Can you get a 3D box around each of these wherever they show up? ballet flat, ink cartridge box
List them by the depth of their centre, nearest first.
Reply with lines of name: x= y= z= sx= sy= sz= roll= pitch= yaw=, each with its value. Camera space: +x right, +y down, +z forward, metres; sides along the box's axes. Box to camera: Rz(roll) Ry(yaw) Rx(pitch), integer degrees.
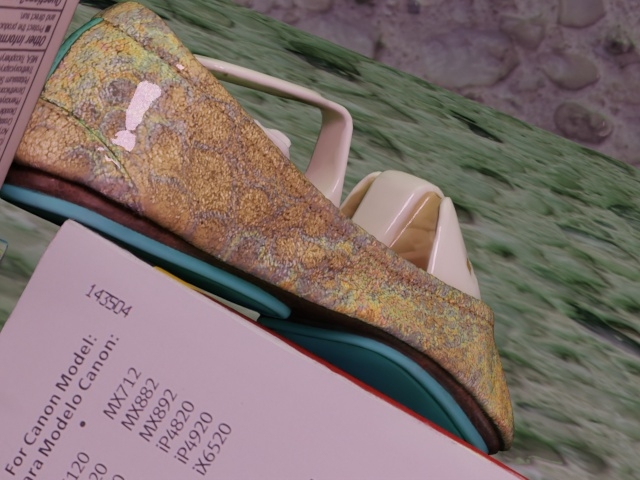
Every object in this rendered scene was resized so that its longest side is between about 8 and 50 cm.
ink cartridge box: x=-0.028 y=0.112 z=0.776 sx=0.272 sy=0.130 sz=0.309 roll=29 pitch=-6 yaw=20
ballet flat: x=0.000 y=0.000 z=0.879 sx=0.348 sy=0.123 sz=0.123 roll=34 pitch=7 yaw=-41

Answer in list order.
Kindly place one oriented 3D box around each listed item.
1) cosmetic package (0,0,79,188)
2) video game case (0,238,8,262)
cosmetic package: x=-0.228 y=-0.002 z=0.728 sx=0.129 sy=0.296 sz=0.153 roll=31 pitch=15 yaw=20
video game case: x=-0.262 y=0.008 z=1.150 sx=0.119 sy=0.015 sz=0.166 roll=23 pitch=16 yaw=-6
